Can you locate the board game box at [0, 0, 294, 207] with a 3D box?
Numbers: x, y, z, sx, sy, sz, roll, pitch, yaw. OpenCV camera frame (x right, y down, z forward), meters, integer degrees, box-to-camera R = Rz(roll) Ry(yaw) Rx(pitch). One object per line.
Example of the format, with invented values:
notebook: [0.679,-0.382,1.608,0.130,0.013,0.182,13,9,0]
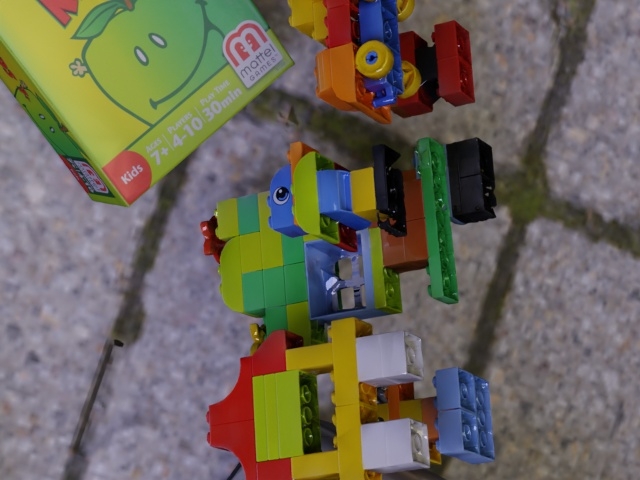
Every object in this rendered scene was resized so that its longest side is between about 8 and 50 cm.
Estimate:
board game box: [-0.100,-0.112,0.701,0.092,0.043,0.181,-42,111,-17]

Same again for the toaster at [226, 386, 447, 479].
toaster: [0.015,0.170,0.729,0.129,0.146,0.227,35,79,-26]

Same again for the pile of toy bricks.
pile of toy bricks: [0.000,0.000,0.706,0.118,0.105,0.212,27,57,-59]
